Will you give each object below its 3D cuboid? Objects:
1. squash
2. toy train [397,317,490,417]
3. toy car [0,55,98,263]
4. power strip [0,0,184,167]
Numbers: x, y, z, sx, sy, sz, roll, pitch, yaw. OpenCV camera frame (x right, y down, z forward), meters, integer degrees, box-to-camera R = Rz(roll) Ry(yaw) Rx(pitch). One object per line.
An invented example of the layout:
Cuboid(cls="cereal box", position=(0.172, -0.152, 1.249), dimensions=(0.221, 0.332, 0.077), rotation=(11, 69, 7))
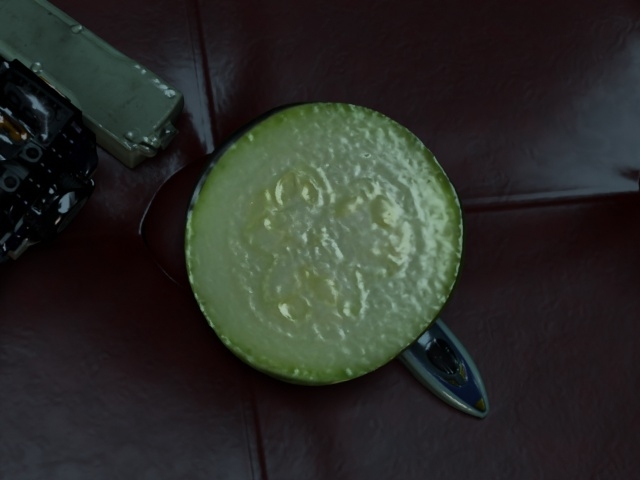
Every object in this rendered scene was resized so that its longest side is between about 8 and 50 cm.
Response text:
Cuboid(cls="squash", position=(0.000, 0.000, 1.106), dimensions=(0.252, 0.049, 0.252), rotation=(-1, 84, 10))
Cuboid(cls="toy train", position=(0.069, 0.062, 1.136), dimensions=(0.055, 0.048, 0.252), rotation=(-41, 80, -19))
Cuboid(cls="toy car", position=(-0.321, -0.025, 1.067), dimensions=(0.193, 0.118, 0.301), rotation=(38, 66, -3))
Cuboid(cls="power strip", position=(-0.253, -0.174, 1.175), dimensions=(0.286, 0.048, 0.080), rotation=(36, 64, 6))
